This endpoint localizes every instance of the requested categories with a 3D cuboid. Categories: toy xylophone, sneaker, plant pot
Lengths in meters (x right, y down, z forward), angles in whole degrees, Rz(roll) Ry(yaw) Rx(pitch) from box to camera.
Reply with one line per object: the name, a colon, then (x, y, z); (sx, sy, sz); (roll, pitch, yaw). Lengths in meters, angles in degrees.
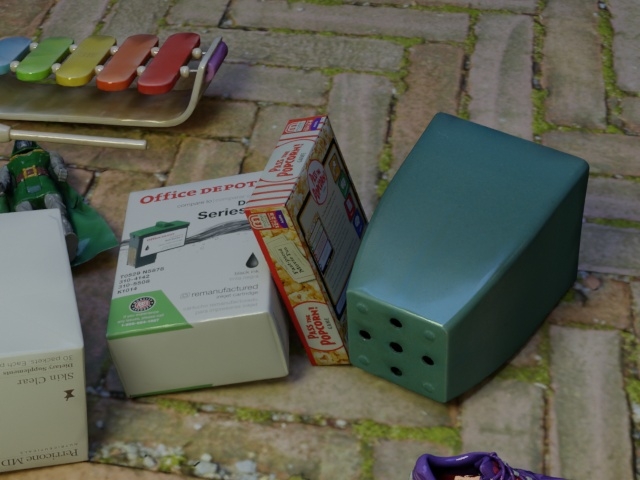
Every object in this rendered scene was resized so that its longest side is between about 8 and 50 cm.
toy xylophone: (-0.271, -0.184, 1.622); (0.322, 0.081, 0.236); (0, 25, -1)
sneaker: (0.157, 0.214, 1.165); (0.169, 0.071, 0.068); (4, 40, 7)
plant pot: (0.127, 0.027, 1.323); (0.165, 0.165, 0.234); (22, 49, 24)

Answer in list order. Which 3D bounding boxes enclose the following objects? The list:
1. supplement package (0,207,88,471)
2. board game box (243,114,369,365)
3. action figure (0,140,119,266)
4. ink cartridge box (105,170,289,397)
supplement package: (-0.353, 0.098, 1.255); (0.261, 0.145, 0.204); (-6, 40, -13)
board game box: (0.000, 0.000, 1.331); (0.045, 0.194, 0.147); (-5, 36, 24)
action figure: (-0.311, -0.048, 1.515); (0.137, 0.064, 0.232); (-16, 38, -11)
ink cartridge box: (-0.114, 0.038, 1.359); (0.160, 0.093, 0.219); (-9, 40, 6)
